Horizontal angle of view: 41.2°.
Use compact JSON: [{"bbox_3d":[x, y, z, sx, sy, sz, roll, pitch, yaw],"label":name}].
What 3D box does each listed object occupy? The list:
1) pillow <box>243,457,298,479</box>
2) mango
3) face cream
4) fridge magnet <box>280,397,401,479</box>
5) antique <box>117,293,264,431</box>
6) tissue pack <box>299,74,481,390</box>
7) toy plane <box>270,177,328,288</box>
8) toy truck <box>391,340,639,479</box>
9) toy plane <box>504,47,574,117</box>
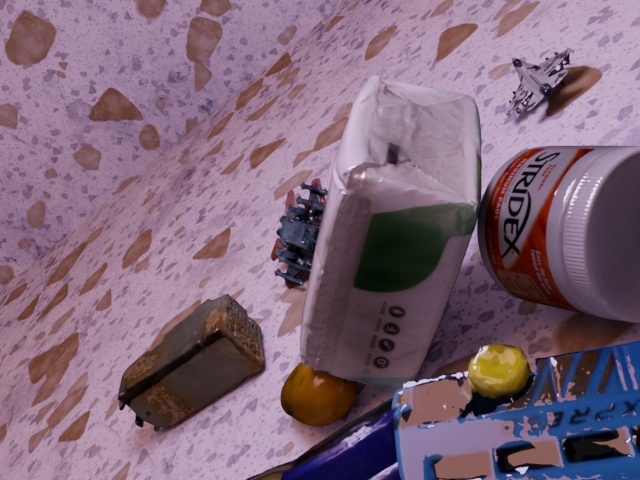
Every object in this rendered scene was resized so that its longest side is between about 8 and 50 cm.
[{"bbox_3d":[-0.118,0.414,1.175,0.208,0.052,0.212,-32,26,31],"label":"pillow"},{"bbox_3d":[-0.006,0.221,1.275,0.111,0.089,0.163,-51,17,-13],"label":"mango"},{"bbox_3d":[0.319,-0.014,1.021,0.201,0.201,0.187,-51,26,-15],"label":"face cream"},{"bbox_3d":[0.059,0.264,0.989,0.265,0.112,0.265,-30,-11,-6],"label":"fridge magnet"},{"bbox_3d":[-0.244,0.237,1.563,0.284,0.125,0.150,-37,24,13],"label":"antique"},{"bbox_3d":[0.096,-0.009,1.179,0.266,0.194,0.356,-77,0,-50],"label":"tissue pack"},{"bbox_3d":[-0.007,-0.002,1.587,0.326,0.104,0.222,24,99,65],"label":"toy plane"},{"bbox_3d":[0.264,0.177,0.746,0.385,0.161,0.162,-13,49,15],"label":"toy truck"},{"bbox_3d":[0.385,-0.288,1.526,0.160,0.082,0.234,-47,8,17],"label":"toy plane"}]
